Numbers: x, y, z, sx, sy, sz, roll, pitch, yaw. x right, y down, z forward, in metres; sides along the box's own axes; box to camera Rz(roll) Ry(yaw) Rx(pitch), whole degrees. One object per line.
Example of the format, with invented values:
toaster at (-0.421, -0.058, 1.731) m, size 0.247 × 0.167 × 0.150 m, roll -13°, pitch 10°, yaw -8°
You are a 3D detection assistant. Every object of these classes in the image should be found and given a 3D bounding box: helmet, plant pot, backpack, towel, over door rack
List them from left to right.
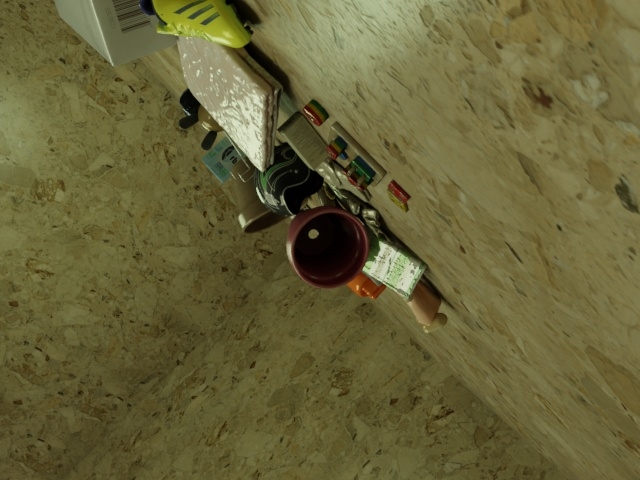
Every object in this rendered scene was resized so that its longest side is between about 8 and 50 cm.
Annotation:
backpack at (-0.415, -0.473, 2.236) m, size 0.105 × 0.114 × 0.084 m, roll 46°, pitch 176°, yaw -14°
towel at (-0.199, -0.335, 1.399) m, size 0.317 × 0.053 × 0.332 m, roll 49°, pitch 162°, yaw 11°
over door rack at (-0.246, -0.330, 1.830) m, size 0.239 × 0.108 × 0.324 m, roll -152°, pitch 39°, yaw -76°
plant pot at (-0.210, -0.180, 2.358) m, size 0.229 × 0.263 × 0.263 m, roll 62°, pitch 178°, yaw 9°
helmet at (-0.088, -0.151, 1.667) m, size 0.169 × 0.161 × 0.169 m, roll 48°, pitch -169°, yaw -12°
plant pot at (0.000, 0.000, 1.668) m, size 0.201 × 0.201 × 0.180 m, roll 47°, pitch 178°, yaw -23°
towel at (0.179, 0.062, 1.643) m, size 0.152 × 0.113 × 0.023 m, roll 34°, pitch -146°, yaw 16°

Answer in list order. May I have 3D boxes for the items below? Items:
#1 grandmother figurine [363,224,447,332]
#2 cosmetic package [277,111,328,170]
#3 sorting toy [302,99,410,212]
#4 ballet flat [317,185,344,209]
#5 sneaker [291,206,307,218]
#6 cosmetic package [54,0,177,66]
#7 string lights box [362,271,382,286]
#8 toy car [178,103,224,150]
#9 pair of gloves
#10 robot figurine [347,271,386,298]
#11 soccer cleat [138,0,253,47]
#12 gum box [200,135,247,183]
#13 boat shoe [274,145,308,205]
grandmother figurine at (0.203, 0.088, 1.763) m, size 0.342 × 0.104 × 0.208 m, roll 50°, pitch 176°, yaw -23°
cosmetic package at (-0.033, -0.213, 1.424) m, size 0.115 × 0.060 × 0.041 m, roll 50°, pitch 175°, yaw -33°
sorting toy at (0.062, -0.143, 1.262) m, size 0.274 × 0.046 × 0.132 m, roll 45°, pitch 176°, yaw 1°
ballet flat at (0.062, -0.072, 1.902) m, size 0.250 × 0.058 × 0.084 m, roll 55°, pitch -153°, yaw -33°
sneaker at (-0.146, -0.184, 2.623) m, size 0.262 × 0.099 × 0.121 m, roll 39°, pitch 171°, yaw -22°
cosmetic package at (-0.475, -0.552, 1.429) m, size 0.385 × 0.156 × 0.217 m, roll 45°, pitch 152°, yaw 40°
string lights box at (0.114, 0.028, 2.133) m, size 0.133 × 0.077 × 0.259 m, roll 48°, pitch 176°, yaw -41°
toy car at (-0.253, -0.320, 1.627) m, size 0.155 × 0.188 × 0.149 m, roll 45°, pitch 178°, yaw 1°
pair of gloves at (0.056, -0.117, 1.578) m, size 0.204 × 0.042 × 0.240 m, roll 43°, pitch 174°, yaw 33°
robot figurine at (0.140, 0.119, 2.403) m, size 0.158 × 0.128 × 0.219 m, roll -12°, pitch -138°, yaw -41°
soccer cleat at (-0.222, -0.388, 1.163) m, size 0.289 × 0.121 × 0.093 m, roll 42°, pitch 174°, yaw 37°
gum box at (-0.332, -0.315, 2.442) m, size 0.041 × 0.184 × 0.157 m, roll 44°, pitch 175°, yaw 26°
boat shoe at (-0.108, -0.200, 2.021) m, size 0.092 × 0.103 × 0.285 m, roll 49°, pitch 174°, yaw 32°
